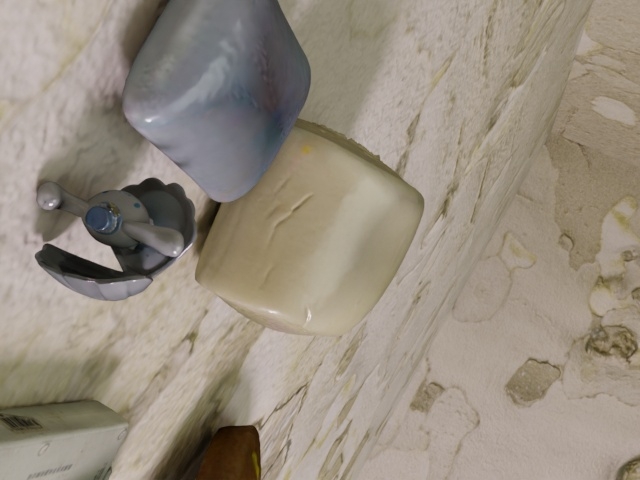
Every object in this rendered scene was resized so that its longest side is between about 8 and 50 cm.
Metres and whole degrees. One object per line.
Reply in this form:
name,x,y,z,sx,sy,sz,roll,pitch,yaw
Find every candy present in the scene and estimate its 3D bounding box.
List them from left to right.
candy,-0.063,-0.108,0.520,0.138,0.071,0.174,-61,162,-7

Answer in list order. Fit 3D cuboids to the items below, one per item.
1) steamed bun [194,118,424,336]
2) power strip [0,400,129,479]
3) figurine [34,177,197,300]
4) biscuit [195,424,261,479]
steamed bun,0.000,0.000,0.713,0.200,0.155,0.250,-64,159,3
power strip,-0.240,0.161,0.455,0.106,0.043,0.367,-63,163,-2
figurine,-0.127,-0.002,0.465,0.086,0.094,0.082,8,96,-65
biscuit,-0.131,0.428,0.872,0.350,0.070,0.394,-69,170,-77
